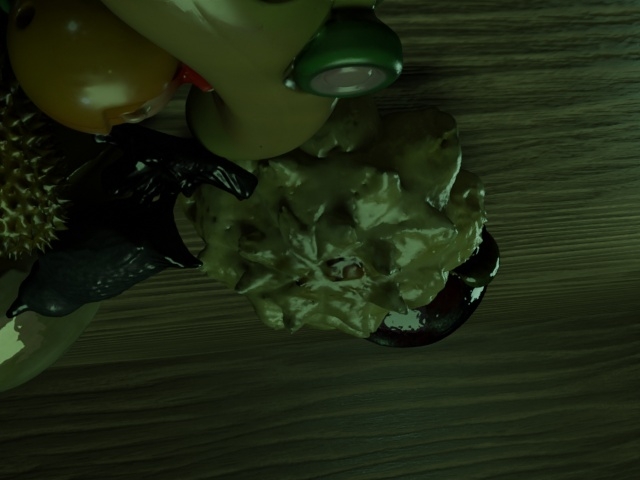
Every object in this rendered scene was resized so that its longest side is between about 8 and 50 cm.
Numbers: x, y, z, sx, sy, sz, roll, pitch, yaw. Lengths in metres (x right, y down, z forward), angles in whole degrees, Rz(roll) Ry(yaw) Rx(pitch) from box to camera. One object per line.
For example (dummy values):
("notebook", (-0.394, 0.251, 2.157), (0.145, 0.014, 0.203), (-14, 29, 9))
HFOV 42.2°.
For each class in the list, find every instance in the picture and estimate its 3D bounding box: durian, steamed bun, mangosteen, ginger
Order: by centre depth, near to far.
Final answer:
("durian", (-0.244, -0.068, 0.559), (0.158, 0.168, 0.137), (2, -151, 25))
("ginger", (-0.222, -0.034, 0.717), (0.193, 0.115, 0.123), (-32, 143, 14))
("steamed bun", (0.000, 0.000, 0.764), (0.296, 0.137, 0.292), (13, 138, -4))
("mangosteen", (0.094, 0.017, 0.958), (0.216, 0.216, 0.216), (-7, 166, -2))

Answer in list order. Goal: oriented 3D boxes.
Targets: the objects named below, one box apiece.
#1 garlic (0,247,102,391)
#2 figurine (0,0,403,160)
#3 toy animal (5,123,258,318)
("garlic", (-0.382, 0.028, 0.829), (0.313, 0.286, 0.249), (-7, -148, 23))
("figurine", (-0.077, -0.121, 0.491), (0.222, 0.124, 0.324), (-6, 170, -8))
("toy animal", (-0.149, 0.014, 0.642), (0.210, 0.117, 0.121), (-49, 154, 23))
